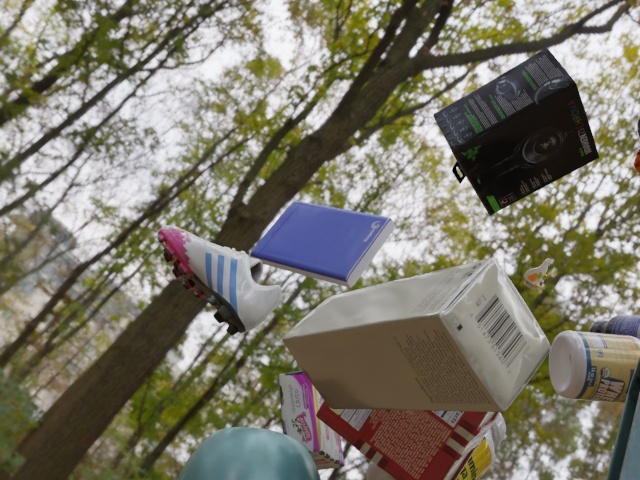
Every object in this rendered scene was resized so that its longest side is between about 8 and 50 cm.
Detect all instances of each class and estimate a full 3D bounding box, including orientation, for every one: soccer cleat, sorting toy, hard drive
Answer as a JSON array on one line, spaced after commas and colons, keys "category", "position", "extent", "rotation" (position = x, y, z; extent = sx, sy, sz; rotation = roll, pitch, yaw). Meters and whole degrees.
[{"category": "soccer cleat", "position": [-0.207, 0.060, 1.389], "extent": [0.331, 0.143, 0.116], "rotation": [41, -26, 33]}, {"category": "sorting toy", "position": [0.524, 0.078, 1.615], "extent": [0.045, 0.075, 0.083], "rotation": [36, -2, 22]}, {"category": "hard drive", "position": [0.000, 0.000, 1.699], "extent": [0.319, 0.210, 0.040], "rotation": [13, -37, 39]}]

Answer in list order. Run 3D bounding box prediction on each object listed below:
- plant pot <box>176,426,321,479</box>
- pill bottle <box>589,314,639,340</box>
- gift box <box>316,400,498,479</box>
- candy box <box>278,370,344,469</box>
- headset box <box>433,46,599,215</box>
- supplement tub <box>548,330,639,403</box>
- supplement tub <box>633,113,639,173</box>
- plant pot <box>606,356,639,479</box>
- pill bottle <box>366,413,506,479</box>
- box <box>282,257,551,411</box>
[{"category": "plant pot", "position": [-0.122, 0.455, 1.128], "extent": [0.293, 0.235, 0.293], "rotation": [5, -37, 4]}, {"category": "pill bottle", "position": [0.779, 0.244, 1.658], "extent": [0.123, 0.123, 0.219], "rotation": [48, -25, -17]}, {"category": "gift box", "position": [0.165, 0.238, 1.131], "extent": [0.276, 0.255, 0.258], "rotation": [39, 6, 23]}, {"category": "candy box", "position": [-0.015, 0.368, 1.364], "extent": [0.071, 0.159, 0.233], "rotation": [-12, -26, 10]}, {"category": "headset box", "position": [0.406, -0.216, 1.427], "extent": [0.246, 0.283, 0.131], "rotation": [47, 20, -46]}, {"category": "supplement tub", "position": [0.607, 0.270, 1.436], "extent": [0.200, 0.144, 0.144], "rotation": [5, -28, -4]}, {"category": "supplement tub", "position": [0.653, -0.248, 1.089], "extent": [0.207, 0.207, 0.337], "rotation": [27, -54, 25]}, {"category": "plant pot", "position": [0.409, 0.237, 0.626], "extent": [0.252, 0.247, 0.247], "rotation": [15, -26, 25]}, {"category": "pill bottle", "position": [0.281, 0.499, 1.570], "extent": [0.188, 0.334, 0.187], "rotation": [27, -49, 37]}, {"category": "box", "position": [0.083, 0.106, 0.692], "extent": [0.113, 0.094, 0.275], "rotation": [57, -33, -10]}]
